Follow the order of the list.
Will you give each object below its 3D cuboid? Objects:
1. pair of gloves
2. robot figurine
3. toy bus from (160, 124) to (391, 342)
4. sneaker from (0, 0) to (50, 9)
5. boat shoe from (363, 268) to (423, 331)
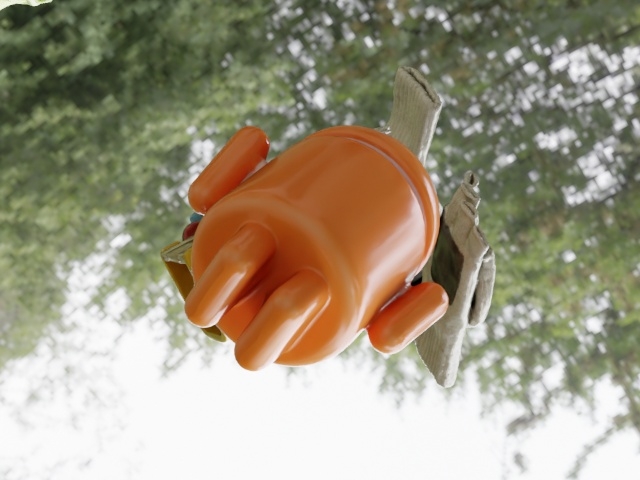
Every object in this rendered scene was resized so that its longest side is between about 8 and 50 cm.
[{"bbox_3d":[0.086,-0.014,1.196,0.042,0.204,0.240,-6,-131,-21],"label":"pair of gloves"},{"bbox_3d":[-0.001,-0.002,0.879,0.158,0.128,0.219,8,-152,28],"label":"robot figurine"},{"bbox_3d":[-0.030,0.006,1.113,0.202,0.104,0.191,-21,-169,28],"label":"toy bus"},{"bbox_3d":[-0.174,-0.260,1.044,0.384,0.147,0.145,-32,171,-1],"label":"sneaker"},{"bbox_3d":[0.041,0.058,1.338,0.206,0.065,0.075,-7,-110,-5],"label":"boat shoe"}]
